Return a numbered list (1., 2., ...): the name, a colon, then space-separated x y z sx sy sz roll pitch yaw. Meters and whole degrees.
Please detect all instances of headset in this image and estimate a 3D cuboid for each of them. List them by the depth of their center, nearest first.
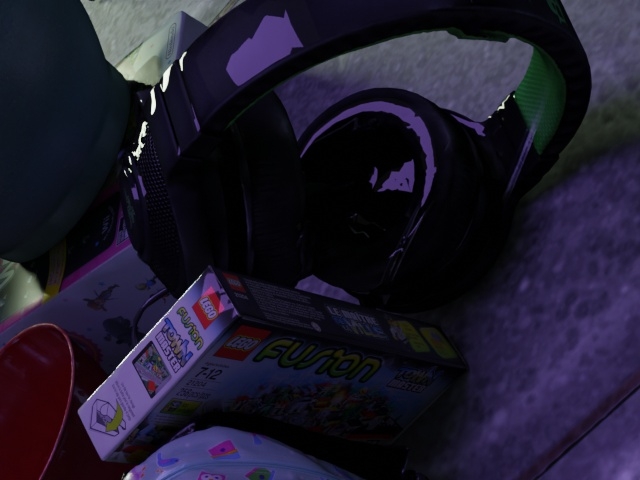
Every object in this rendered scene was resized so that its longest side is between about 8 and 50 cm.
1. headset: 0.000 0.000 0.942 0.394 0.243 0.185 -50 49 45

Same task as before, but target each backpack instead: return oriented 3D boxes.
1. backpack: -0.020 0.169 0.844 0.152 0.182 0.115 -52 31 11

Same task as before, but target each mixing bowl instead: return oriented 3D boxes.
1. mixing bowl: -0.192 0.161 1.183 0.181 0.098 0.181 -37 37 35

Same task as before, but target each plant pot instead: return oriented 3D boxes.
1. plant pot: -0.270 -0.099 1.237 0.293 0.196 0.293 -36 38 34

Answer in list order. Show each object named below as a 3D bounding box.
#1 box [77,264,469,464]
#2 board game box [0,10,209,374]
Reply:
1. box: -0.020 0.081 0.896 0.114 0.207 0.036 -47 55 21
2. board game box: -0.180 -0.009 1.314 0.303 0.097 0.224 -33 39 38
